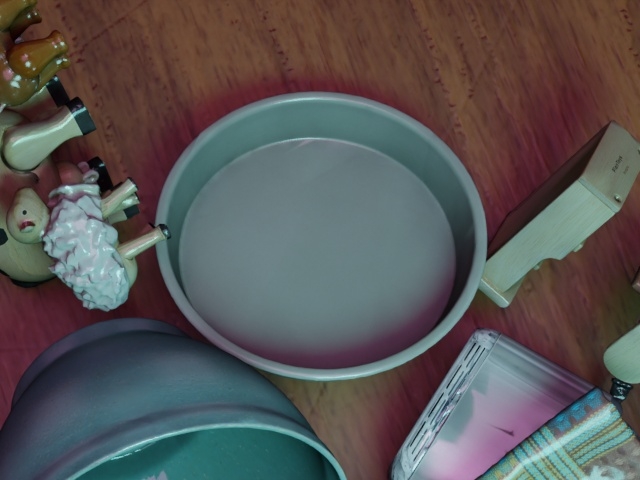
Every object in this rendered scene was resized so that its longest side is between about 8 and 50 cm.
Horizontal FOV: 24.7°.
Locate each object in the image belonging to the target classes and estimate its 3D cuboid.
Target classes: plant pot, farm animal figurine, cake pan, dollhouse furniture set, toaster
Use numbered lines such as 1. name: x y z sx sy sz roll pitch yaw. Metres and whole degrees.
1. plant pot: -0.146 0.187 1.190 0.293 0.293 0.196 -23 45 -8
2. farm animal figurine: -0.298 -0.094 1.264 0.172 0.330 0.326 -32 110 -12
3. cake pan: 0.000 0.000 1.302 0.293 0.054 0.293 1 61 -2
4. dollhouse furniture set: 0.284 0.041 1.288 0.242 0.161 0.212 41 44 -3
5. toaster: 0.158 0.176 1.271 0.146 0.129 0.227 33 81 6

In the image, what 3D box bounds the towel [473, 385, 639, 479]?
1. towel: 0.158 0.328 1.190 0.370 0.040 0.271 -39 104 5
